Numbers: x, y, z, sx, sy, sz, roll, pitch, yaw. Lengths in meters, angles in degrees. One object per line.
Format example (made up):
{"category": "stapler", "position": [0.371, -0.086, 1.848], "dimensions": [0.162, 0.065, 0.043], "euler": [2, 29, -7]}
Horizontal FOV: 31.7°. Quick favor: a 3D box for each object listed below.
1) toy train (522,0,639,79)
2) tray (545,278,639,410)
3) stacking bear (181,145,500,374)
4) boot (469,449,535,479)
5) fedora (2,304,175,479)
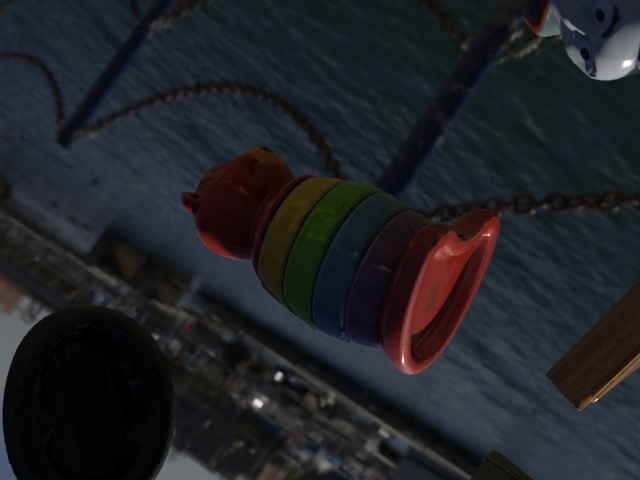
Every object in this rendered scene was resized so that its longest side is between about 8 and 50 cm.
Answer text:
{"category": "toy train", "position": [0.260, -0.190, 0.679], "dimensions": [0.190, 0.334, 0.142], "euler": [61, 155, 31]}
{"category": "tray", "position": [0.478, 0.045, 1.447], "dimensions": [0.076, 0.411, 0.203], "euler": [48, -142, 17]}
{"category": "stacking bear", "position": [0.000, 0.000, 1.115], "dimensions": [0.289, 0.164, 0.175], "euler": [26, -159, 25]}
{"category": "boot", "position": [0.229, 0.413, 1.543], "dimensions": [0.190, 0.208, 0.076], "euler": [34, 156, 33]}
{"category": "fedora", "position": [-0.390, 0.272, 1.795], "dimensions": [0.334, 0.334, 0.152], "euler": [40, 150, -29]}
